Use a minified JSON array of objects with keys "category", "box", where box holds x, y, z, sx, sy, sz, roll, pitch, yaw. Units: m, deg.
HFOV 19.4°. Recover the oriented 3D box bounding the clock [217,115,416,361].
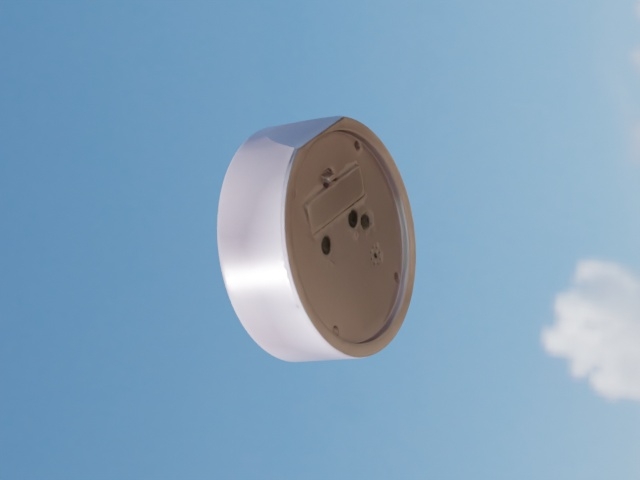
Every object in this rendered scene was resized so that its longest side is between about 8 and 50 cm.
[{"category":"clock","box":[0.000,0.000,1.518,0.197,0.068,0.196,15,-109,-55]}]
